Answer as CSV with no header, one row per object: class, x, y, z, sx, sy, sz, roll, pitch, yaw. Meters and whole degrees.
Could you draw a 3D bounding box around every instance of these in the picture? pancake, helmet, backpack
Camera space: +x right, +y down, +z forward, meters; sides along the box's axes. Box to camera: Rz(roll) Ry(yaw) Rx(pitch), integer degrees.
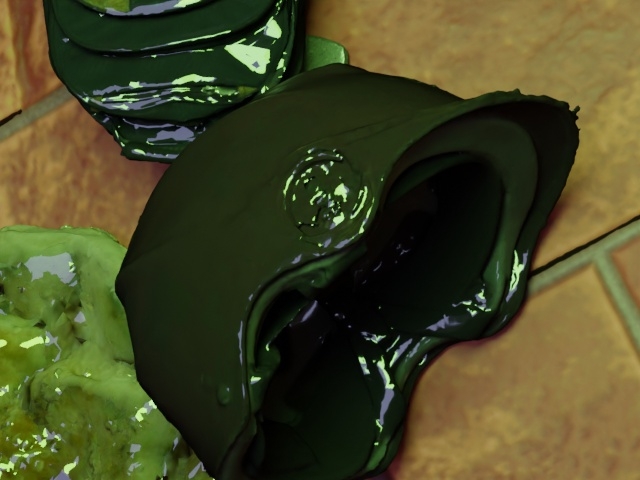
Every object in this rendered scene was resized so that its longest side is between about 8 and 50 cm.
pancake,-0.215,0.174,1.242,0.387,0.082,0.387,-4,80,22
helmet,0.000,0.000,1.110,0.177,0.225,0.305,37,91,33
backpack,-0.093,-0.171,1.194,0.206,0.133,0.258,-8,67,13

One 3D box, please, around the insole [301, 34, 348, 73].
insole,-0.071,-0.124,1.253,0.192,0.010,0.063,9,88,22
